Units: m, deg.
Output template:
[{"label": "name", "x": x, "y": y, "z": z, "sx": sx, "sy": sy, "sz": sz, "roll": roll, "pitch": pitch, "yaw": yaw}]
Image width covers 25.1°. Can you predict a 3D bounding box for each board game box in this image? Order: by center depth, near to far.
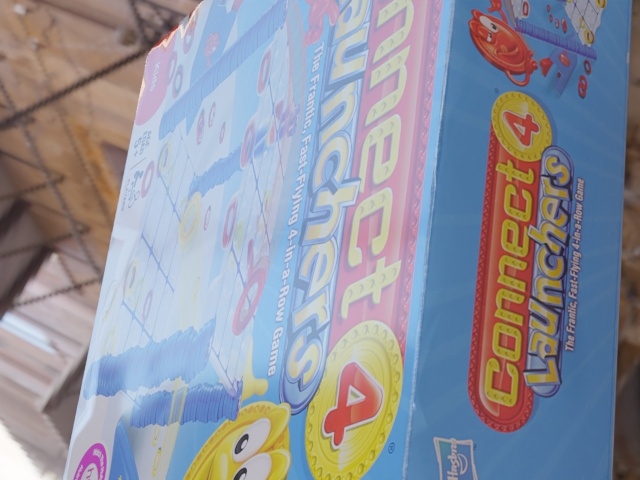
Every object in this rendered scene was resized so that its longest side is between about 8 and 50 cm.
[{"label": "board game box", "x": 0.000, "y": 0.000, "z": 0.631, "sx": 0.086, "sy": 0.302, "sz": 0.308, "roll": 20, "pitch": -117, "yaw": -26}]
